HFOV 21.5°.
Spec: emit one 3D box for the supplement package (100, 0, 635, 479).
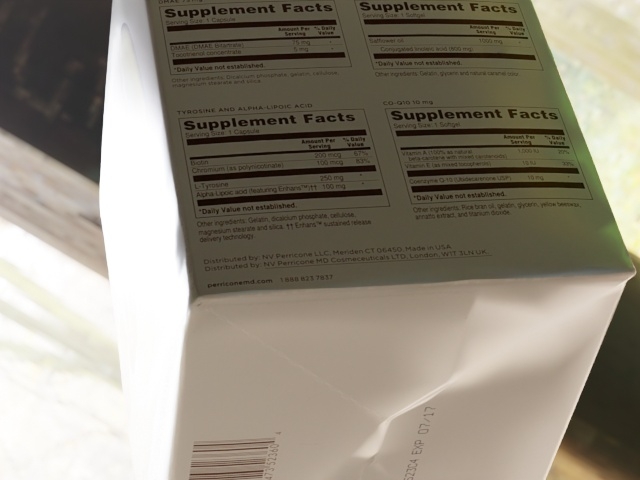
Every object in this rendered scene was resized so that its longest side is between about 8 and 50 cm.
[{"bbox_3d":[0.000,0.000,0.649,0.194,0.149,0.203,102,161,-48],"label":"supplement package"}]
